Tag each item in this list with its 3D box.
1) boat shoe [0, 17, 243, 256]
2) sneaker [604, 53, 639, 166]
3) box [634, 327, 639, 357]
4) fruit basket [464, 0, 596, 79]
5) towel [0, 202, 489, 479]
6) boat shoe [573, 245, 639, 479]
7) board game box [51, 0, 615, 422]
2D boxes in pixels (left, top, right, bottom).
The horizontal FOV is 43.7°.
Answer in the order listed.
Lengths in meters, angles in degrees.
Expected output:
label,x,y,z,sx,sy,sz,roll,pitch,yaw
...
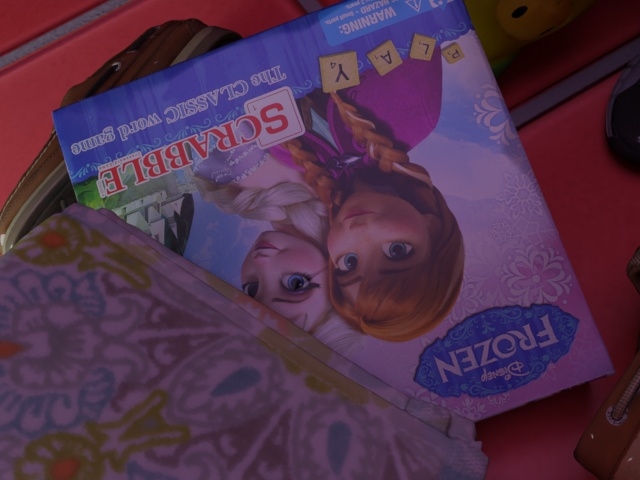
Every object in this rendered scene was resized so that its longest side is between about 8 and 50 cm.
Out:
label,x,y,z,sx,sy,sz,roll,pitch,yaw
boat shoe,-0.191,-0.090,0.736,0.104,0.111,0.307,23,57,27
sneaker,0.310,-0.178,0.661,0.086,0.132,0.229,26,68,24
box,0.264,0.091,0.558,0.087,0.058,0.232,12,64,17
fruit basket,0.203,-0.306,0.650,0.283,0.392,0.392,10,60,44
towel,-0.112,0.176,0.414,0.320,0.090,0.374,30,52,8
boat shoe,0.256,0.022,0.495,0.119,0.123,0.324,22,66,24
board game box,0.000,0.000,0.586,0.318,0.066,0.318,-21,81,3
